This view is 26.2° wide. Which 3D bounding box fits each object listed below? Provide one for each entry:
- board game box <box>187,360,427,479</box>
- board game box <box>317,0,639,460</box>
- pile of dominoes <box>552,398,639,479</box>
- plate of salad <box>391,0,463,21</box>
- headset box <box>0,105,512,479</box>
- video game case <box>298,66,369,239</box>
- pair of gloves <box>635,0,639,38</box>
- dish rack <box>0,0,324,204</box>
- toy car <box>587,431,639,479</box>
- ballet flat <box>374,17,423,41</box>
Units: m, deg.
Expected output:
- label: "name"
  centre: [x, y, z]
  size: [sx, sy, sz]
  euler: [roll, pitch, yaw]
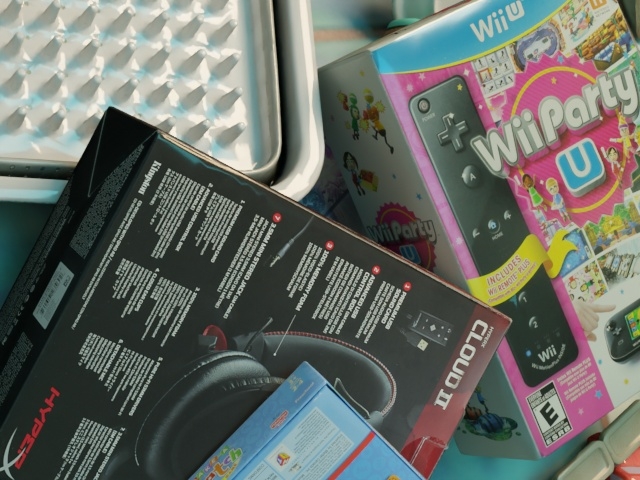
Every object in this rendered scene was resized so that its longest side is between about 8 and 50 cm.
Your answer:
- label: "board game box"
  centre: [0.006, 0.195, 0.800]
  size: [0.160, 0.039, 0.211]
  euler: [-45, 116, -4]
- label: "board game box"
  centre: [0.151, -0.028, 0.995]
  size: [0.224, 0.097, 0.303]
  euler: [-29, 99, -28]
- label: "pile of dominoes"
  centre: [0.213, 0.073, 1.104]
  size: [0.251, 0.040, 0.196]
  euler: [-35, 102, -30]
- label: "plate of salad"
  centre: [0.146, -0.221, 1.107]
  size: [0.200, 0.200, 0.048]
  euler: [7, 41, -36]
- label: "headset box"
  centre: [-0.041, 0.084, 0.835]
  size: [0.293, 0.110, 0.218]
  euler: [27, 91, -27]
- label: "video game case"
  centre: [0.000, 0.000, 1.011]
  size: [0.274, 0.026, 0.196]
  euler: [50, 51, -11]
- label: "pair of gloves"
  centre: [0.269, -0.263, 1.247]
  size: [0.240, 0.042, 0.204]
  euler: [-28, 119, -40]
- label: "dish rack"
  centre: [-0.148, -0.172, 0.907]
  size: [0.285, 0.072, 0.333]
  euler: [2, 72, -26]
- label: "toy car"
  centre: [0.274, 0.296, 1.092]
  size: [0.225, 0.053, 0.239]
  euler: [41, 54, -18]
- label: "ballet flat"
  centre: [0.181, -0.081, 1.134]
  size: [0.342, 0.116, 0.124]
  euler: [13, 87, -33]
